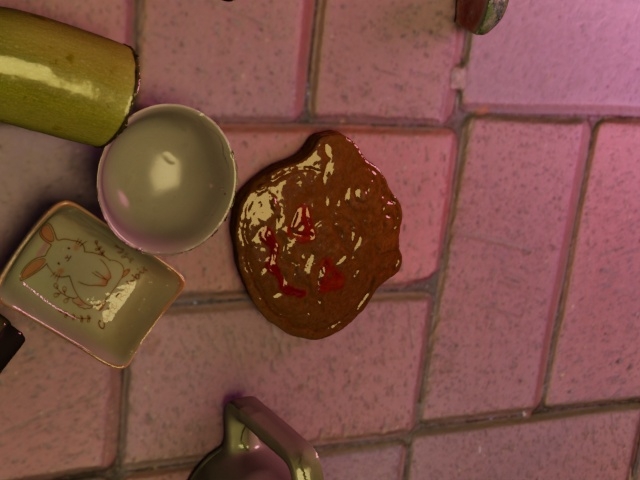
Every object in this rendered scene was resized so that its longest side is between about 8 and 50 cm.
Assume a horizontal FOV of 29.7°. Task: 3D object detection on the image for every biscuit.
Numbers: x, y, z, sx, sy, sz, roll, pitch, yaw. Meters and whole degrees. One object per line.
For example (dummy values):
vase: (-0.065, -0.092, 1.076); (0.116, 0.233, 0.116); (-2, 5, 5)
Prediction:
biscuit: (0.001, 0.001, 1.682); (0.257, 0.049, 0.273); (-38, 123, -13)

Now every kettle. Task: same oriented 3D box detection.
kettle: (-0.053, 0.396, 1.628); (0.205, 0.318, 0.265); (-41, 122, -11)

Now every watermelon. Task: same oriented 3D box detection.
watermelon: (0.224, -0.327, 1.678); (0.072, 0.092, 0.085); (10, 95, 7)

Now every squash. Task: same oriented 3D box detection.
squash: (-0.341, -0.194, 1.360); (0.247, 0.132, 0.132); (13, 101, -33)

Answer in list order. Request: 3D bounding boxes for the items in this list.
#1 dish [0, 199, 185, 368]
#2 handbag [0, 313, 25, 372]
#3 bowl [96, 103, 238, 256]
dish: (-0.294, 0.048, 1.510); (0.212, 0.077, 0.151); (37, 89, -34)
handbag: (-0.509, 0.113, 1.378); (0.288, 0.152, 0.342); (-43, 124, -24)
bowl: (-0.204, -0.079, 1.504); (0.189, 0.086, 0.189); (-7, 103, -30)
